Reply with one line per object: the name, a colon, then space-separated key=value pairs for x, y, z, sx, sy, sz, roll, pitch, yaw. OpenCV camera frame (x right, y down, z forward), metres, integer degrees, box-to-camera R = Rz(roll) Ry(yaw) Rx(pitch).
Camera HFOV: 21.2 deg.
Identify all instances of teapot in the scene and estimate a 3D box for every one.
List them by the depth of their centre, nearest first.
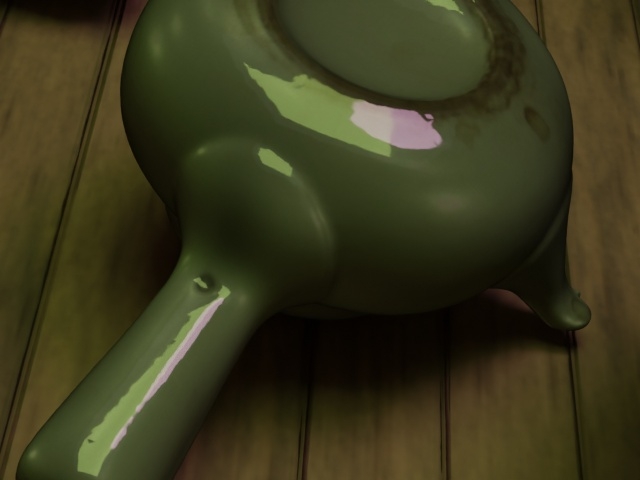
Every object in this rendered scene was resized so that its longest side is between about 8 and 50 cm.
teapot: x=-0.028 y=-0.023 z=0.755 sx=0.318 sy=0.149 sz=0.220 roll=-21 pitch=57 yaw=-35
